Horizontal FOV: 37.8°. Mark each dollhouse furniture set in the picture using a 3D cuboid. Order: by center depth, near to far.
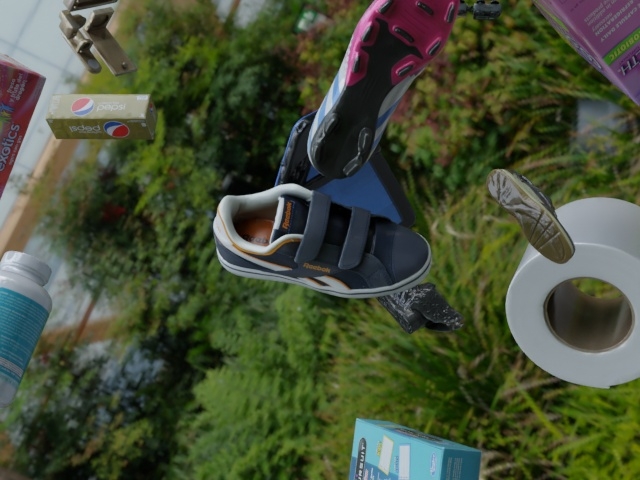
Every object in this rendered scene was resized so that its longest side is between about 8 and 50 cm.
[{"bbox_3d":[-0.414,-0.405,1.798,0.144,0.123,0.151,-29,-11,-45],"label":"dollhouse furniture set"}]

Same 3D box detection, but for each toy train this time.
[{"bbox_3d":[0.203,-0.360,1.456,0.036,0.158,0.027,58,-142,-76],"label":"toy train"}]

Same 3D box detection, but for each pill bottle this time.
[{"bbox_3d":[-0.574,0.155,1.672,0.146,0.146,0.264,131,159,-63],"label":"pill bottle"}]

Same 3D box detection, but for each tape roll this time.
[{"bbox_3d":[0.421,0.076,1.431,0.246,0.246,0.169,-59,-5,35],"label":"tape roll"}]

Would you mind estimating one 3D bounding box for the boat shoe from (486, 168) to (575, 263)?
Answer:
[{"bbox_3d":[0.278,-0.038,1.200,0.049,0.152,0.056,-22,-23,-37],"label":"boat shoe"}]

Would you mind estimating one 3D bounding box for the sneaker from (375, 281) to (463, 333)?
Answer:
[{"bbox_3d":[0.153,0.094,1.543,0.089,0.170,0.051,-27,-36,-16],"label":"sneaker"}]

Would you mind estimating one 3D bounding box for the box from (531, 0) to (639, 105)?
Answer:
[{"bbox_3d":[0.338,-0.323,1.182,0.117,0.243,0.214,-44,35,15],"label":"box"}]

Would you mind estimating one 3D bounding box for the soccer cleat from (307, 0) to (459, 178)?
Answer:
[{"bbox_3d":[0.076,-0.241,1.311,0.331,0.116,0.143,-58,13,22],"label":"soccer cleat"}]

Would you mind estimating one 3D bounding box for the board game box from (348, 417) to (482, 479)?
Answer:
[{"bbox_3d":[0.150,0.463,1.633,0.336,0.079,0.254,175,103,-68],"label":"board game box"}]

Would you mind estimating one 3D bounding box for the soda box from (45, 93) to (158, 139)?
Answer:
[{"bbox_3d":[-0.384,-0.217,1.646,0.061,0.181,0.058,81,-168,-58],"label":"soda box"}]

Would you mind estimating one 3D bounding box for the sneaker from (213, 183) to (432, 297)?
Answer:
[{"bbox_3d":[0.000,0.000,1.341,0.127,0.321,0.126,84,-168,-55],"label":"sneaker"}]

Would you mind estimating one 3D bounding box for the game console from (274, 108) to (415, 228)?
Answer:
[{"bbox_3d":[0.072,-0.116,1.659,0.293,0.173,0.250,-34,-26,-43],"label":"game console"}]

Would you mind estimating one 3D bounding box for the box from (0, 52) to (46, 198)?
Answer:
[{"bbox_3d":[-0.657,-0.208,1.742,0.142,0.154,0.300,12,-75,-54],"label":"box"}]
